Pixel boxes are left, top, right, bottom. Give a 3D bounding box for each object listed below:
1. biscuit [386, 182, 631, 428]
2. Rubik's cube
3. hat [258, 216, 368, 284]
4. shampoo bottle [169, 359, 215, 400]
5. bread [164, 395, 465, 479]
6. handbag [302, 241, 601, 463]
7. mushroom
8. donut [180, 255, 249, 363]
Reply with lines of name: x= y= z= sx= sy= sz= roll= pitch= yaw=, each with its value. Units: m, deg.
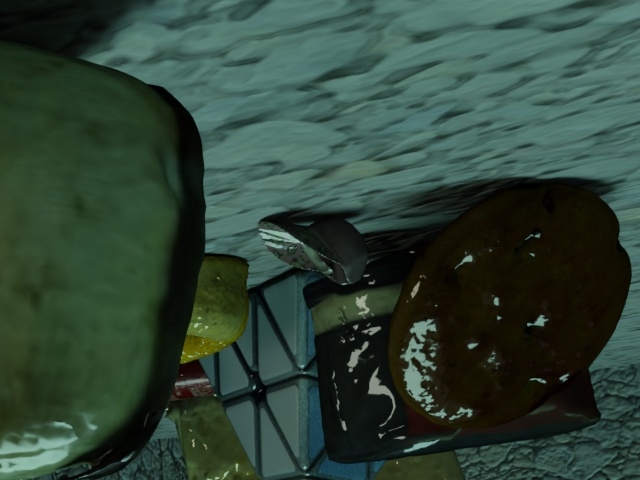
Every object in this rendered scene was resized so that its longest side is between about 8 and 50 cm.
biscuit: x=0.144 y=0.054 z=0.992 sx=0.212 sy=0.212 sz=0.036 roll=-1 pitch=-153 yaw=-28
Rubik's cube: x=-0.003 y=0.135 z=1.345 sx=0.229 sy=0.228 sz=0.233 roll=-44 pitch=-170 yaw=17
hat: x=-0.002 y=-0.003 z=0.988 sx=0.087 sy=0.042 sz=0.058 roll=29 pitch=159 yaw=-6
shampoo bottle: x=-0.067 y=0.135 z=1.556 sx=0.314 sy=0.076 sz=0.118 roll=-8 pitch=168 yaw=6
bread: x=-0.008 y=0.299 z=1.849 sx=0.371 sy=0.279 sz=0.390 roll=-16 pitch=168 yaw=-5
handbag: x=0.116 y=0.090 z=1.147 sx=0.255 sy=0.181 sz=0.181 roll=-3 pitch=168 yaw=-32
mushroom: x=-0.172 y=0.002 z=0.520 sx=0.164 sy=0.189 sz=0.267 roll=17 pitch=-178 yaw=-32
donut: x=-0.142 y=0.067 z=1.146 sx=0.174 sy=0.074 sz=0.190 roll=1 pitch=166 yaw=-36
